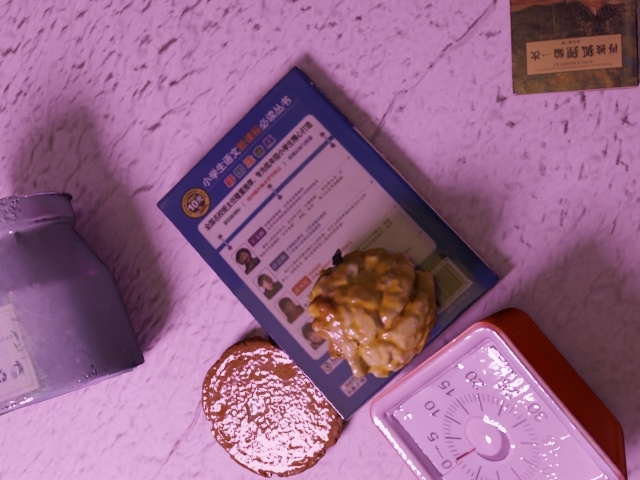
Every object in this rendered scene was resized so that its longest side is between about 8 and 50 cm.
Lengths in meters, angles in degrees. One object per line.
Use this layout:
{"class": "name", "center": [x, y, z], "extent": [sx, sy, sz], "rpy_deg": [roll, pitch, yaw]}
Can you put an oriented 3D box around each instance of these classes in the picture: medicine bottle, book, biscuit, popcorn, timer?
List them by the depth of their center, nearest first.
{"class": "popcorn", "center": [0.064, 0.085, 0.996], "extent": [0.173, 0.142, 0.173], "rpy_deg": [-15, 63, 32]}
{"class": "timer", "center": [0.225, 0.250, 1.002], "extent": [0.250, 0.161, 0.257], "rpy_deg": [-43, 80, 23]}
{"class": "book", "center": [0.328, -0.308, 1.007], "extent": [0.160, 0.024, 0.228], "rpy_deg": [-1, 92, 15]}
{"class": "book", "center": [0.000, 0.000, 1.100], "extent": [0.300, 0.039, 0.428], "rpy_deg": [-43, 79, 7]}
{"class": "biscuit", "center": [-0.072, 0.247, 1.152], "extent": [0.226, 0.042, 0.226], "rpy_deg": [1, 95, 16]}
{"class": "medicine bottle", "center": [-0.424, 0.091, 1.154], "extent": [0.245, 0.245, 0.290], "rpy_deg": [-21, 84, 17]}
